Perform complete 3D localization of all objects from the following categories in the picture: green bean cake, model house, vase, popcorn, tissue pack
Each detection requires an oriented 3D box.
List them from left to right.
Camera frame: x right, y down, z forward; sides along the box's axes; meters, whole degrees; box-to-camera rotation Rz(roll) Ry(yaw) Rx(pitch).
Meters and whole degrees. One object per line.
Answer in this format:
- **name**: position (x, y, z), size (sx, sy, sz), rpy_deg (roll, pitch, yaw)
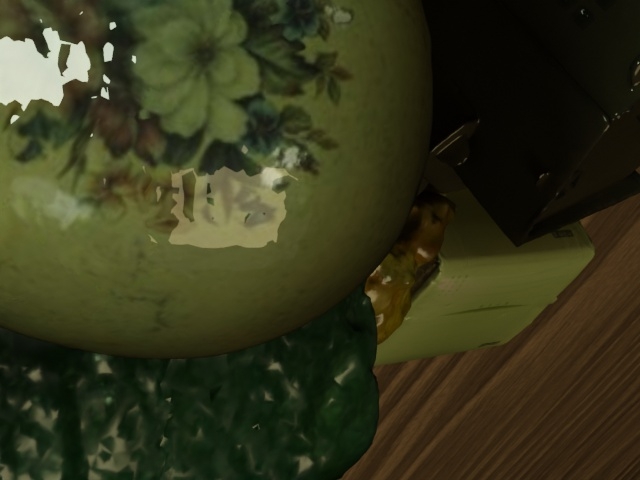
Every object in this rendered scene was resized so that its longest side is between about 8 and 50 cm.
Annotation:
- **vase**: position (-0.129, -0.100, 0.591), size (0.302, 0.329, 0.241), rpy_deg (-11, -179, -21)
- **green bean cake**: position (-0.131, 0.029, 0.836), size (0.308, 0.169, 0.300), rpy_deg (-13, 107, -30)
- **popcorn**: position (0.000, -0.006, 1.066), size (0.198, 0.197, 0.155), rpy_deg (-4, 129, -45)
- **tissue pack**: position (0.115, 0.022, 1.302), size (0.234, 0.125, 0.159), rpy_deg (-4, 145, -46)
- **model house**: position (0.120, -0.095, 0.971), size (0.243, 0.211, 0.204), rpy_deg (-39, 153, 7)
